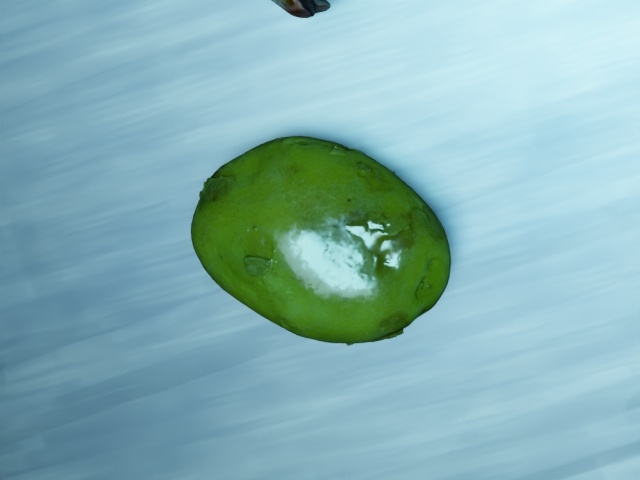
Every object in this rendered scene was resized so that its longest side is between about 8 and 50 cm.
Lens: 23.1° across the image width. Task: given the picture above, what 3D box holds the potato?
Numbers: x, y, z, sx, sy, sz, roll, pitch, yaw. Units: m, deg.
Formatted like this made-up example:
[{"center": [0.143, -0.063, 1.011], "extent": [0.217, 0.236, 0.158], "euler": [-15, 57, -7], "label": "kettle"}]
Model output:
[{"center": [0.000, 0.000, 1.490], "extent": [0.253, 0.148, 0.186], "euler": [11, 106, 8], "label": "potato"}]

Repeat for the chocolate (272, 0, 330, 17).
[{"center": [-0.033, -0.317, 1.428], "extent": [0.147, 0.221, 0.221], "euler": [-38, 93, -4], "label": "chocolate"}]
